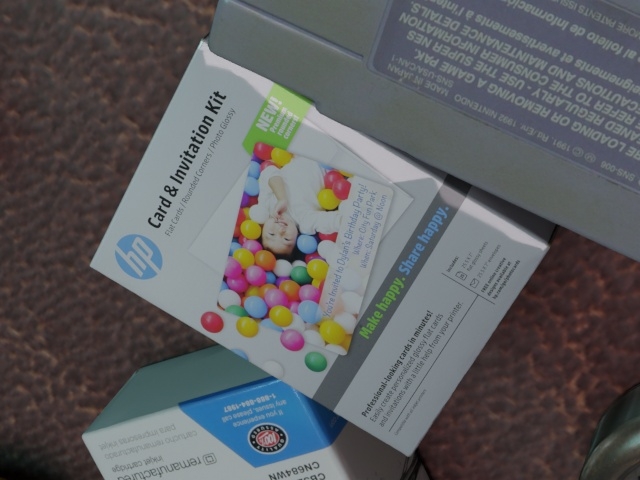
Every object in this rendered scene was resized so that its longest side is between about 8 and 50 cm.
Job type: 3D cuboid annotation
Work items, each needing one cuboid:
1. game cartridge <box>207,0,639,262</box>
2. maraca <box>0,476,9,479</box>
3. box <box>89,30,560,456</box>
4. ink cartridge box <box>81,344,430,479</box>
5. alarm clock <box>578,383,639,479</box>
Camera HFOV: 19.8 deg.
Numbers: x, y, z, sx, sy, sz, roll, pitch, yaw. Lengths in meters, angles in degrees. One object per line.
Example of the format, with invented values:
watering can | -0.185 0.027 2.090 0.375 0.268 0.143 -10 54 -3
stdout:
game cartridge | 0.139 -0.096 0.745 0.355 0.068 0.230 26 139 6
maraca | -0.221 0.193 1.133 0.185 0.099 0.127 36 117 31
box | 0.000 0.000 0.877 0.186 0.038 0.145 32 122 2
ink cartridge box | -0.018 0.159 1.042 0.148 0.086 0.203 -19 107 27
alarm clock | 0.198 0.120 0.959 0.129 0.064 0.192 0 112 21
